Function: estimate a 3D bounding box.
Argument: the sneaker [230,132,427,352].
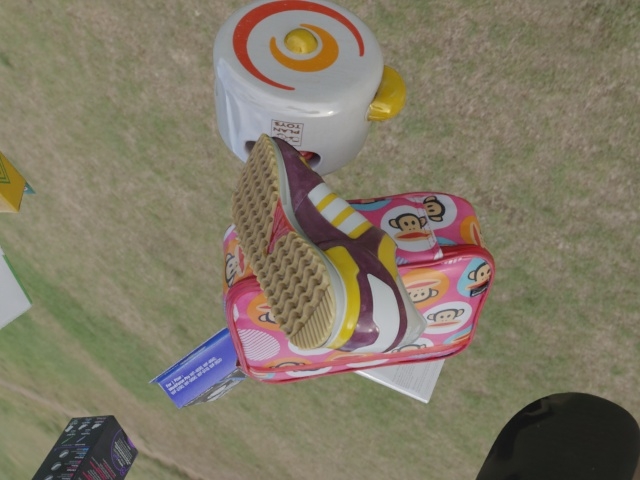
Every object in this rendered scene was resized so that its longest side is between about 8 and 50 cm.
[{"bbox_3d":[0.000,0.000,0.391,0.083,0.186,0.070,12,126,-32],"label":"sneaker"}]

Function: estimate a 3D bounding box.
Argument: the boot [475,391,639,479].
[{"bbox_3d":[0.087,0.224,0.295,0.112,0.305,0.115,6,130,54],"label":"boot"}]

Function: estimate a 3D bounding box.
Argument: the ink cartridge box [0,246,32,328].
[{"bbox_3d":[-0.649,0.041,1.008,0.278,0.117,0.202,7,126,33],"label":"ink cartridge box"}]

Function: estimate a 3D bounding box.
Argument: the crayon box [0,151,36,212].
[{"bbox_3d":[-0.685,-0.132,1.090,0.202,0.081,0.319,0,156,1],"label":"crayon box"}]

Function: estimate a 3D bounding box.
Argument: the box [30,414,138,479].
[{"bbox_3d":[-0.626,0.616,1.568,0.143,0.270,0.165,-9,121,19],"label":"box"}]

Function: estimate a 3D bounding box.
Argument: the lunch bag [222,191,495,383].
[{"bbox_3d":[0.037,0.072,0.701,0.292,0.120,0.258,-7,142,-4],"label":"lunch bag"}]

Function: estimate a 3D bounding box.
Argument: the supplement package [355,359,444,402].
[{"bbox_3d":[0.092,0.178,1.203,0.292,0.178,0.175,29,169,-26],"label":"supplement package"}]

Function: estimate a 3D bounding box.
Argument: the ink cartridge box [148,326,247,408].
[{"bbox_3d":[-0.193,0.246,1.153,0.065,0.165,0.333,54,178,13],"label":"ink cartridge box"}]

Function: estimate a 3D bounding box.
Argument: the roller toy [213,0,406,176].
[{"bbox_3d":[-0.026,-0.180,0.695,0.209,0.191,0.146,49,156,20],"label":"roller toy"}]
